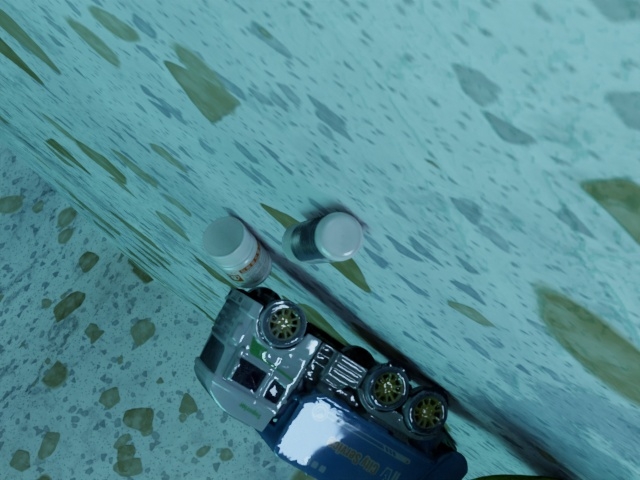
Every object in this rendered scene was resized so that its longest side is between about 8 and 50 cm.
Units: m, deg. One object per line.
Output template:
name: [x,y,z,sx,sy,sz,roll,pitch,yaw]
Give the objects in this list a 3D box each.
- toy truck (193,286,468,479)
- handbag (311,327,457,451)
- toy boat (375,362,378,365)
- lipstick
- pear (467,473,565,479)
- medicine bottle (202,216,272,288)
toy truck: [0.016,0.204,1.195,0.367,0.175,0.146,35,173,-16]
handbag: [0.074,0.275,1.548,0.269,0.100,0.274,32,167,26]
toy boat: [0.067,0.202,1.387,0.141,0.060,0.055,38,173,44]
lipstick: [0.000,0.000,0.794,0.040,0.040,0.141,40,170,-9]
pear: [0.208,0.412,1.147,0.238,0.318,0.342,-6,115,52]
medicine bottle: [-0.098,0.015,1.138,0.057,0.057,0.089,31,167,32]
